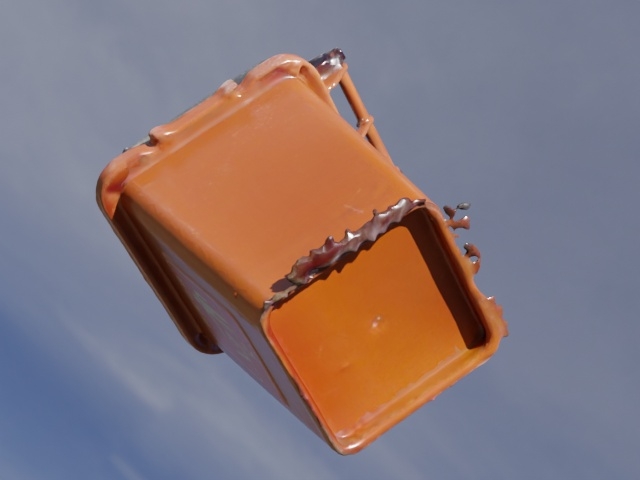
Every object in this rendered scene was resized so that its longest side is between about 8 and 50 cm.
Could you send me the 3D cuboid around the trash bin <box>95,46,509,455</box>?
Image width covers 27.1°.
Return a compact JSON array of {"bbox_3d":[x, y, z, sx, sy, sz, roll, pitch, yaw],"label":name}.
[{"bbox_3d":[0.000,0.000,0.780,0.239,0.184,0.161,38,-20,57],"label":"trash bin"}]
